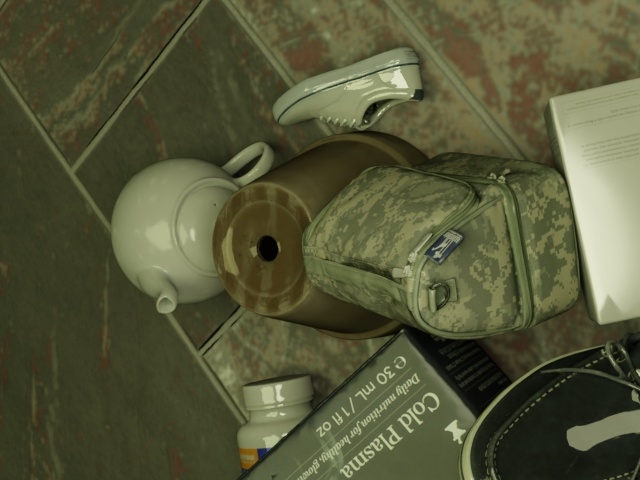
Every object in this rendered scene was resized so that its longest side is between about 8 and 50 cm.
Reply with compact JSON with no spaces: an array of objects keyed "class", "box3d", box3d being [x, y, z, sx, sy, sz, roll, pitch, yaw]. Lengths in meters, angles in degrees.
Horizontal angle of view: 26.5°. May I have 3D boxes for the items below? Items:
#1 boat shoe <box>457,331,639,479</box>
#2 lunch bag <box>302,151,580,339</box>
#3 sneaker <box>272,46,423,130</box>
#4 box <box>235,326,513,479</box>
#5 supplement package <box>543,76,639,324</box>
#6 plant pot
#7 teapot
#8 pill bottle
[{"class":"boat shoe","box3d":[0.393,0.193,1.643,0.156,0.500,0.186,115,133,-69]},{"class":"lunch bag","box3d":[0.147,0.014,1.738,0.305,0.256,0.212,16,121,58]},{"class":"sneaker","box3d":[0.039,-0.210,2.058,0.258,0.094,0.091,-19,79,33]},{"class":"box","box3d":[0.131,0.429,1.851,0.480,0.297,0.472,-44,81,14]},{"class":"supplement package","box3d":[0.405,-0.052,1.751,0.178,0.175,0.292,-12,88,6]},{"class":"plant pot","box3d":[0.000,0.000,1.995,0.323,0.280,0.323,3,95,32]},{"class":"teapot","box3d":[-0.189,-0.022,2.130,0.187,0.253,0.256,-7,88,52]},{"class":"pill bottle","box3d":[-0.049,0.353,2.136,0.152,0.152,0.272,-10,90,34]}]
